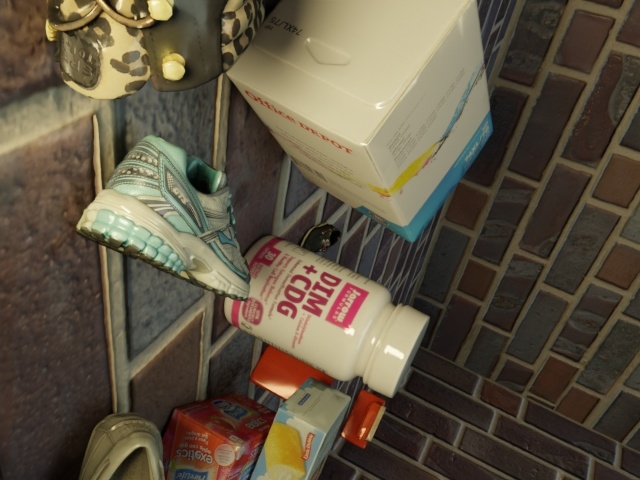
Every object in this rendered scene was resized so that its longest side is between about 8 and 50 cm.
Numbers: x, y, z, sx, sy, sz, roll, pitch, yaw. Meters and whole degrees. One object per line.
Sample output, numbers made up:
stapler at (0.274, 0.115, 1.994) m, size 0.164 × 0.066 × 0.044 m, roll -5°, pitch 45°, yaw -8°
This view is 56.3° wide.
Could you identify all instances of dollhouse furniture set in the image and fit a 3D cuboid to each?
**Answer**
dollhouse furniture set at (-0.008, 0.299, 1.176) m, size 0.261 × 0.259 × 0.135 m, roll -62°, pitch 173°, yaw -16°

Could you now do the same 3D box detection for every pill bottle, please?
pill bottle at (0.011, 0.116, 0.919) m, size 0.160 × 0.283 × 0.160 m, roll -57°, pitch 162°, yaw -30°

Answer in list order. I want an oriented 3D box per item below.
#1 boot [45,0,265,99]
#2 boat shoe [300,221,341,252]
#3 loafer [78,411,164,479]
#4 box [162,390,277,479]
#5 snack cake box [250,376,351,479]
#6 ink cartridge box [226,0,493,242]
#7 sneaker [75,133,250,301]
boot at (-0.130, -0.200, 0.299) m, size 0.284 × 0.138 × 0.377 m, roll 97°, pitch 18°, yaw -46°
boat shoe at (0.001, -0.002, 1.160) m, size 0.133 × 0.042 × 0.048 m, roll -31°, pitch 145°, yaw -61°
loafer at (-0.242, 0.359, 0.668) m, size 0.111 × 0.112 × 0.319 m, roll 4°, pitch -95°, yaw 63°
box at (-0.162, 0.346, 0.995) m, size 0.128 × 0.123 × 0.257 m, roll -66°, pitch 165°, yaw -1°
snack cake box at (-0.050, 0.387, 1.028) m, size 0.264 × 0.089 × 0.152 m, roll -69°, pitch 166°, yaw 14°
ink cartridge box at (0.065, -0.164, 0.722) m, size 0.197 × 0.198 × 0.270 m, roll -54°, pitch 153°, yaw -6°
sneaker at (-0.123, -0.016, 0.627) m, size 0.122 × 0.110 × 0.283 m, roll -66°, pitch 165°, yaw -9°
